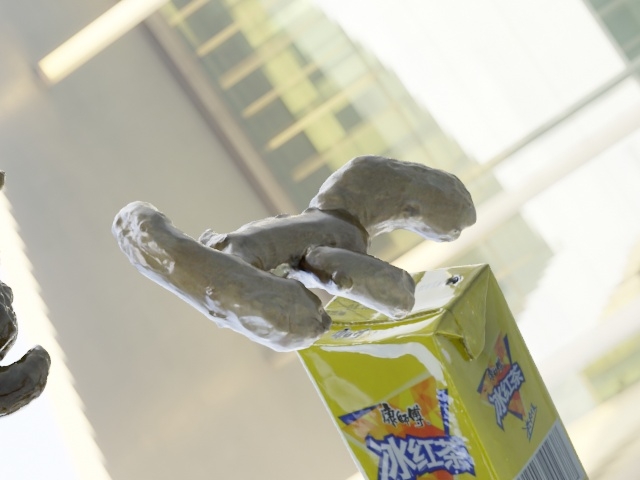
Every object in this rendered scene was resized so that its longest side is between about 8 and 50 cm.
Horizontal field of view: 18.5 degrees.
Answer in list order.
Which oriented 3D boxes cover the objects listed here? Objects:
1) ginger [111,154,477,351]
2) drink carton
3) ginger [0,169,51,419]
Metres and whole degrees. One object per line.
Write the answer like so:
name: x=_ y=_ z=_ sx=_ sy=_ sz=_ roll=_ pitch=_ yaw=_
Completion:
ginger: x=0.006 y=0.010 z=1.231 sx=0.258 sy=0.065 sz=0.149 roll=-8 pitch=-139 yaw=-33
drink carton: x=0.127 y=0.195 z=1.661 sx=0.111 sy=0.154 sz=0.351 roll=-48 pitch=-60 yaw=-42
ginger: x=-0.313 y=0.063 z=1.636 sx=0.080 sy=0.166 sz=0.333 roll=92 pitch=169 yaw=-55
